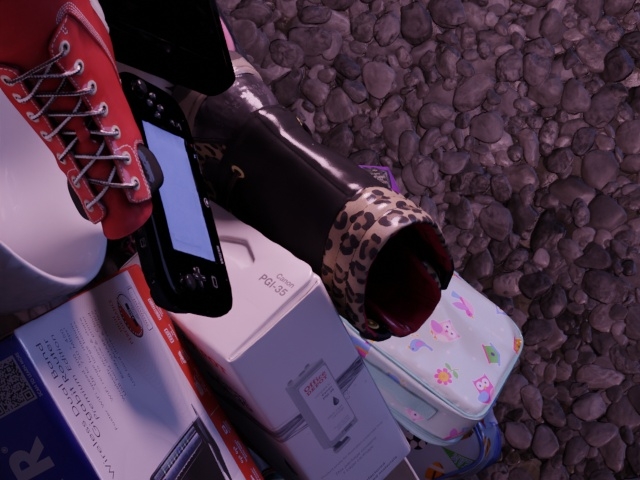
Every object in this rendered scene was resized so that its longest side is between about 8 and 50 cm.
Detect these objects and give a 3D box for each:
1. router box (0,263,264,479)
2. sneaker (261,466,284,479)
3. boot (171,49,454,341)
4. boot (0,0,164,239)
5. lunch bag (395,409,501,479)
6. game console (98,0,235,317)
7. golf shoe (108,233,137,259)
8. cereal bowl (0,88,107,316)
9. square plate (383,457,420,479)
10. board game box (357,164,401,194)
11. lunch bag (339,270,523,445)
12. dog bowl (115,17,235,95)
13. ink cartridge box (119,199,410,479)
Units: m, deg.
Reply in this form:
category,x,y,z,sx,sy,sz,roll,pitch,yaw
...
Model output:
category,x,y,z,sx,sy,sz,roll,pitch,yaw
router box,-0.130,0.201,0.860,0.335,0.082,0.301,60,9,-4
sneaker,-0.020,0.323,1.236,0.161,0.057,0.075,56,26,-35
boot,0.000,0.000,1.147,0.284,0.138,0.377,40,-20,29
boot,-0.161,-0.091,0.689,0.244,0.088,0.176,46,22,-82
lunch bag,0.121,0.234,1.686,0.115,0.243,0.303,8,58,-61
game console,-0.131,-0.107,0.907,0.213,0.044,0.361,12,58,-56
golf shoe,-0.208,-0.044,1.244,0.086,0.067,0.186,53,11,-52
cereal bowl,-0.281,-0.097,0.718,0.339,0.141,0.339,-24,90,-83
square plate,0.007,0.206,1.448,0.344,0.049,0.347,58,-11,-21
board game box,-0.038,-0.024,1.459,0.208,0.347,0.056,-115,-145,-44
lunch bag,0.122,0.133,1.510,0.279,0.108,0.224,37,47,2
dog bowl,-0.254,-0.266,1.147,0.408,0.150,0.408,46,12,-12
ink cartridge box,-0.053,0.120,1.103,0.207,0.117,0.283,32,-23,44
